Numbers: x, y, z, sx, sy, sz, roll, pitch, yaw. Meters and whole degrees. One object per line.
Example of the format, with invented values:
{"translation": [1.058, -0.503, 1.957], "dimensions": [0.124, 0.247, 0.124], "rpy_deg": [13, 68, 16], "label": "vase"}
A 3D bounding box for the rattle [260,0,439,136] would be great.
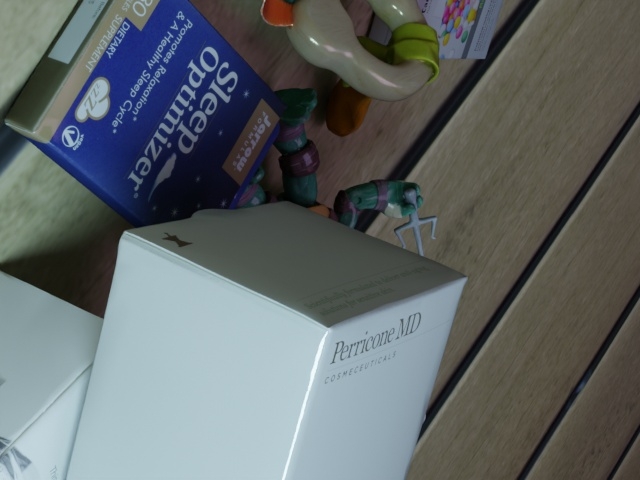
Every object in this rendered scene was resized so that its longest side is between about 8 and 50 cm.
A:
{"translation": [-0.015, -0.152, 1.228], "dimensions": [0.199, 0.142, 0.130], "rpy_deg": [-5, 84, -45], "label": "rattle"}

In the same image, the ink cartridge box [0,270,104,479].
{"translation": [-0.234, 0.189, 0.988], "dimensions": [0.283, 0.117, 0.207], "rpy_deg": [-47, 149, -36], "label": "ink cartridge box"}

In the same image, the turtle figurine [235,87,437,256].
{"translation": [0.000, 0.000, 1.271], "dimensions": [0.234, 0.118, 0.175], "rpy_deg": [57, 40, -37], "label": "turtle figurine"}

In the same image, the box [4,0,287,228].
{"translation": [-0.100, -0.076, 1.065], "dimensions": [0.136, 0.036, 0.225], "rpy_deg": [-61, 143, -12], "label": "box"}

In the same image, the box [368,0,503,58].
{"translation": [0.116, -0.234, 1.403], "dimensions": [0.186, 0.038, 0.145], "rpy_deg": [-9, 119, -60], "label": "box"}

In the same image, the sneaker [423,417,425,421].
{"translation": [-0.022, 0.090, 1.381], "dimensions": [0.106, 0.123, 0.290], "rpy_deg": [-31, 145, 20], "label": "sneaker"}

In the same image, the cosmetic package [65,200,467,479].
{"translation": [-0.057, 0.173, 1.006], "dimensions": [0.197, 0.155, 0.366], "rpy_deg": [-17, 127, -59], "label": "cosmetic package"}
